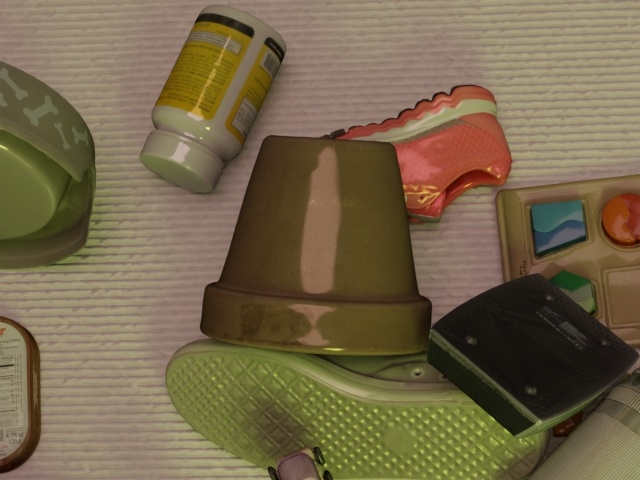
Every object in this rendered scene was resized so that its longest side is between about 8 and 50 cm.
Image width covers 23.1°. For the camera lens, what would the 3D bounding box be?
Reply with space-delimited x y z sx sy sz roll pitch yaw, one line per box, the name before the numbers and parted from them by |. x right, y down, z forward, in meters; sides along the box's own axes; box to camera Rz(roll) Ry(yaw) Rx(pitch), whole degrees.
camera lens | 0.347 0.283 1.678 0.219 0.219 0.274 42 80 16

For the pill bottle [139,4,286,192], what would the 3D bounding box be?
pill bottle | -0.134 -0.172 1.920 0.119 0.119 0.208 21 75 11

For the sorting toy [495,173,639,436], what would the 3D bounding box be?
sorting toy | 0.333 0.070 1.841 0.229 0.041 0.307 -5 72 3

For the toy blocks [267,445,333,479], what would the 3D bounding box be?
toy blocks | -0.077 0.417 1.607 0.309 0.260 0.288 -24 99 -4

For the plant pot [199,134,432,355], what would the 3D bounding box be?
plant pot | 0.000 0.000 1.745 0.263 0.263 0.229 4 94 6

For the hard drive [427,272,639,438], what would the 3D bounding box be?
hard drive | 0.230 0.126 1.712 0.172 0.255 0.054 40 121 20

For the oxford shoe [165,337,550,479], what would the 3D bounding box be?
oxford shoe | 0.043 0.183 1.795 0.449 0.169 0.130 5 31 15

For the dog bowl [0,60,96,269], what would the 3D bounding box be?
dog bowl | -0.421 -0.096 1.816 0.349 0.348 0.102 4 60 6

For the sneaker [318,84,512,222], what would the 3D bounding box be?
sneaker | 0.085 -0.073 1.871 0.314 0.116 0.136 -23 73 -3

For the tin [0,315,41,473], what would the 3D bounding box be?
tin | -0.389 0.183 1.874 0.106 0.040 0.189 -5 72 -1
